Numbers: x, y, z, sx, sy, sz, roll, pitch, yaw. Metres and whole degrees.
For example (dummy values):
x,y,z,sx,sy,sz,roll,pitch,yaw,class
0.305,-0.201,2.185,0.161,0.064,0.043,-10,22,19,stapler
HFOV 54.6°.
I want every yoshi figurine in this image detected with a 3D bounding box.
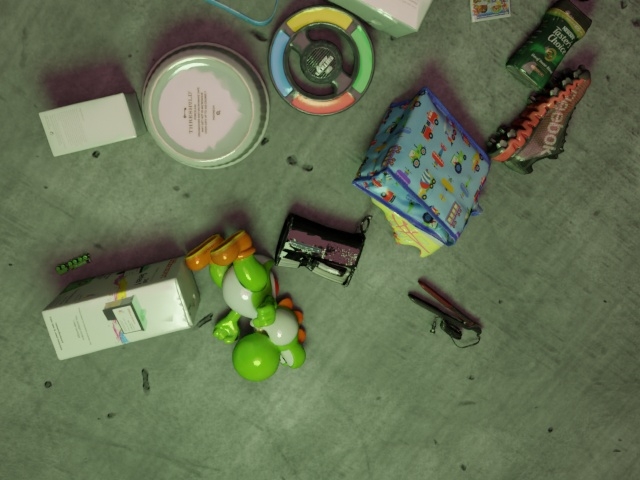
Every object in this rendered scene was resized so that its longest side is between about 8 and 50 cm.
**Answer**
x,y,z,sx,sy,sz,roll,pitch,yaw,class
-0.166,0.170,1.383,0.203,0.203,0.362,-28,109,6,yoshi figurine

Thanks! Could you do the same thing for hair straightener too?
x,y,z,sx,sy,sz,roll,pitch,yaw,class
0.301,0.193,1.515,0.230,0.047,0.089,35,99,-18,hair straightener

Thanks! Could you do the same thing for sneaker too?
x,y,z,sx,sy,sz,roll,pitch,yaw,class
0.190,-0.034,1.423,0.208,0.081,0.094,38,118,-4,sneaker
0.507,-0.259,1.384,0.135,0.097,0.276,40,100,-14,sneaker

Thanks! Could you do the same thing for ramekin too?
x,y,z,sx,sy,sz,roll,pitch,yaw,class
-0.240,-0.275,1.289,0.273,0.127,0.272,-2,105,-6,ramekin

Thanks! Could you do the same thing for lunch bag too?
x,y,z,sx,sy,sz,roll,pitch,yaw,class
0.252,-0.144,1.344,0.293,0.138,0.221,35,69,-21,lunch bag

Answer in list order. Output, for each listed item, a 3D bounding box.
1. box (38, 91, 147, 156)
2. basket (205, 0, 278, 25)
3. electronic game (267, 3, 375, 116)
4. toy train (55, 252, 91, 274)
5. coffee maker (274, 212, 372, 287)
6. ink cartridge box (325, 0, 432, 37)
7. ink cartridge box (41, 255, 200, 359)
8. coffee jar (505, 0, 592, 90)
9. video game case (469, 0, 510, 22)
x,y,z,sx,sy,sz,roll,pitch,yaw,class
-0.461,-0.241,1.274,0.171,0.130,0.091,-13,105,-2,box
-0.170,-0.583,1.176,0.255,0.201,0.288,20,92,-11,basket
0.002,-0.378,1.314,0.229,0.048,0.229,0,111,0,electronic game
-0.557,0.054,1.400,0.083,0.017,0.023,-23,115,0,toy train
0.000,0.000,1.404,0.178,0.120,0.171,19,79,-11,coffee maker
0.145,-0.569,1.214,0.197,0.198,0.270,23,101,-11,ink cartridge box
-0.416,0.137,1.339,0.278,0.201,0.117,-14,104,-2,ink cartridge box
0.497,-0.427,1.348,0.096,0.079,0.184,35,98,-13,coffee jar
0.363,-0.541,1.340,0.087,0.011,0.122,-10,105,-4,video game case
